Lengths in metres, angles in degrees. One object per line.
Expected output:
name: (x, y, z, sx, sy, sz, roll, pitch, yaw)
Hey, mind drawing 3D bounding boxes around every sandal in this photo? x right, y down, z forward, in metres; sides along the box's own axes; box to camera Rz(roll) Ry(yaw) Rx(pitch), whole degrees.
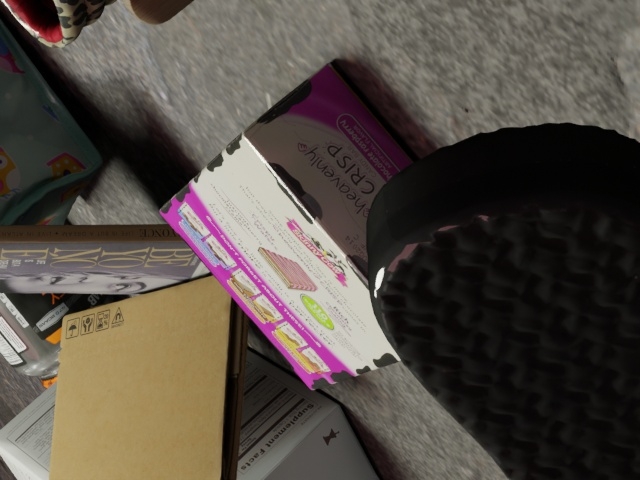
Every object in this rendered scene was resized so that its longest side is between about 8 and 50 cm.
sandal: (0.154, 0.078, 0.854, 0.167, 0.107, 0.446, -12, 140, 16)

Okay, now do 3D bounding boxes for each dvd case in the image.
dvd case: (-0.180, 0.016, 1.383, 0.164, 0.221, 0.018, 130, 138, -71)

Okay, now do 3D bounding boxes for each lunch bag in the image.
lunch bag: (-0.317, -0.099, 1.485, 0.262, 0.160, 0.223, 51, 158, -1)

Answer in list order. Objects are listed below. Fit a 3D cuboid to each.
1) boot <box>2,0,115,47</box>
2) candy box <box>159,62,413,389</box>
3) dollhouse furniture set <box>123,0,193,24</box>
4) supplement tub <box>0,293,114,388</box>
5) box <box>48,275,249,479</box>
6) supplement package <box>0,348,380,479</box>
boot: (-0.063, -0.189, 0.716, 0.085, 0.178, 0.236, 41, 161, 21)
candy box: (0.000, 0.000, 1.120, 0.159, 0.071, 0.233, 50, 162, -4)
dollhouse furniture set: (-0.178, -0.221, 0.932, 0.212, 0.161, 0.242, 32, 156, 39)
supplement tub: (-0.271, 0.043, 1.732, 0.190, 0.117, 0.117, 52, 161, -15)
box: (-0.134, 0.119, 1.428, 0.201, 0.164, 0.021, -15, 154, 41)
supplement package: (-0.098, 0.216, 1.564, 0.263, 0.198, 0.199, 27, 152, 47)
